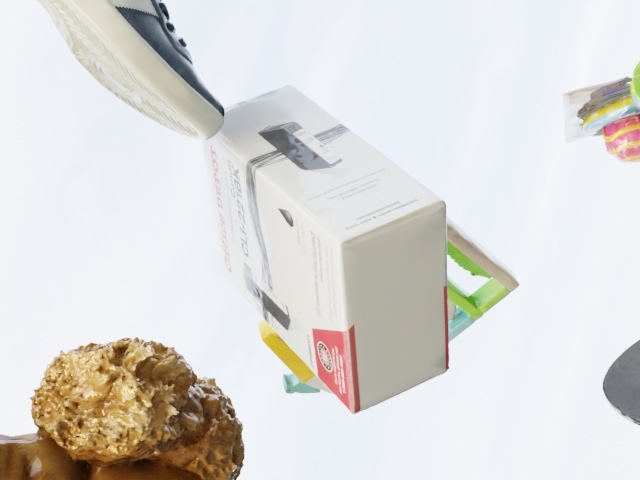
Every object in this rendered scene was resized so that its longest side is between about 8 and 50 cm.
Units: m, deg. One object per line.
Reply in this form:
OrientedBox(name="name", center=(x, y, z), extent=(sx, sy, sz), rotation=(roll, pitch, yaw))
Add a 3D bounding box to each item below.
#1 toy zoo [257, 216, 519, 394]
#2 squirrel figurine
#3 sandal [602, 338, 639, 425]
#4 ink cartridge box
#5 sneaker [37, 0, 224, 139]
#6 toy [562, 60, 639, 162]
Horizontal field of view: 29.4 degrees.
OrientedBox(name="toy zoo", center=(0.064, 0.089, 1.420), extent=(0.293, 0.030, 0.192), rotation=(-40, -52, 17))
OrientedBox(name="squirrel figurine", center=(-0.295, 0.268, 1.410), extent=(0.370, 0.281, 0.397), rotation=(32, -88, -27))
OrientedBox(name="sandal", center=(0.211, 0.052, 0.560), extent=(0.040, 0.179, 0.067), rotation=(47, -129, -34))
OrientedBox(name="ink cartridge box", center=(0.000, 0.000, 1.164), extent=(0.114, 0.273, 0.197), rotation=(-21, -52, -22))
OrientedBox(name="sneaker", center=(-0.184, -0.248, 1.079), extent=(0.350, 0.131, 0.148), rotation=(47, -108, -20))
OrientedBox(name="toy", center=(0.264, -0.095, 0.965), extent=(0.237, 0.136, 0.056), rotation=(27, -132, -76))
